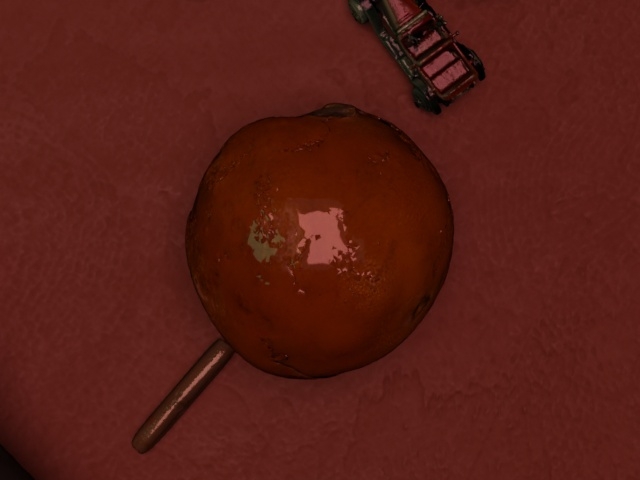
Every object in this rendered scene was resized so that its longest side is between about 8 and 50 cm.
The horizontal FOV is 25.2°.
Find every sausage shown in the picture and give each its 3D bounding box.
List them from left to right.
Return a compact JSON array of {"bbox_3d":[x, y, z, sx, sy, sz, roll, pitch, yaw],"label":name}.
[{"bbox_3d":[-0.130,0.147,1.345,0.024,0.024,0.132,41,87,-3],"label":"sausage"}]

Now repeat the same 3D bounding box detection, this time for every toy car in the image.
[{"bbox_3d":[0.091,-0.192,1.338,0.073,0.054,0.143,-36,93,-3],"label":"toy car"}]

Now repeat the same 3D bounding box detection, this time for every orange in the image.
[{"bbox_3d":[0.000,0.000,1.248,0.240,0.240,0.240,0,91,-3],"label":"orange"}]

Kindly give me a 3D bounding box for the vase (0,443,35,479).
[{"bbox_3d":[-0.314,0.270,1.241,0.245,0.245,0.291,-43,98,-2],"label":"vase"}]
